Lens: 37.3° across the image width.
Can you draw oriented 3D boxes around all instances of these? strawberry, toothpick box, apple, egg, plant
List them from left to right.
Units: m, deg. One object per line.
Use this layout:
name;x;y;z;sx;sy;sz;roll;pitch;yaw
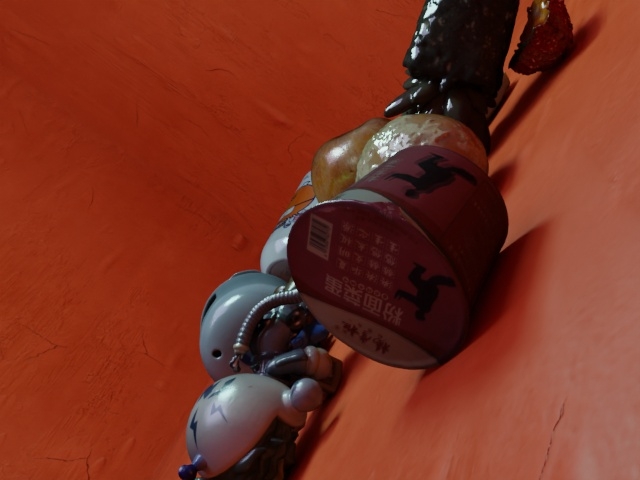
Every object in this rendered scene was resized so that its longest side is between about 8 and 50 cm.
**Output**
toothpick box;-0.113;0.189;1.899;0.263;0.263;0.354;-55;6;-1
apple;0.108;-0.135;2.040;0.253;0.253;0.253;-54;5;7
egg;0.156;-0.100;1.449;0.233;0.195;0.195;-19;30;46
plant;0.237;-0.284;1.635;0.181;0.194;0.321;-36;-37;-61
strawberry;0.374;-0.340;1.568;0.192;0.085;0.140;113;180;-60

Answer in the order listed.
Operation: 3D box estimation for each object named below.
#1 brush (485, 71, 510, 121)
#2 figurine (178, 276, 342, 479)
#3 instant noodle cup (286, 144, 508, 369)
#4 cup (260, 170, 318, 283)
brush;0.274;-0.206;1.804;0.313;0.072;0.067;-57;19;-15
figurine;-0.082;0.240;1.477;0.382;0.186;0.261;-63;4;-37
instant noodle cup;0.104;0.009;1.110;0.178;0.235;0.235;-46;-2;-40
cup;0.000;0.000;2.175;0.212;0.212;0.317;-50;8;43
